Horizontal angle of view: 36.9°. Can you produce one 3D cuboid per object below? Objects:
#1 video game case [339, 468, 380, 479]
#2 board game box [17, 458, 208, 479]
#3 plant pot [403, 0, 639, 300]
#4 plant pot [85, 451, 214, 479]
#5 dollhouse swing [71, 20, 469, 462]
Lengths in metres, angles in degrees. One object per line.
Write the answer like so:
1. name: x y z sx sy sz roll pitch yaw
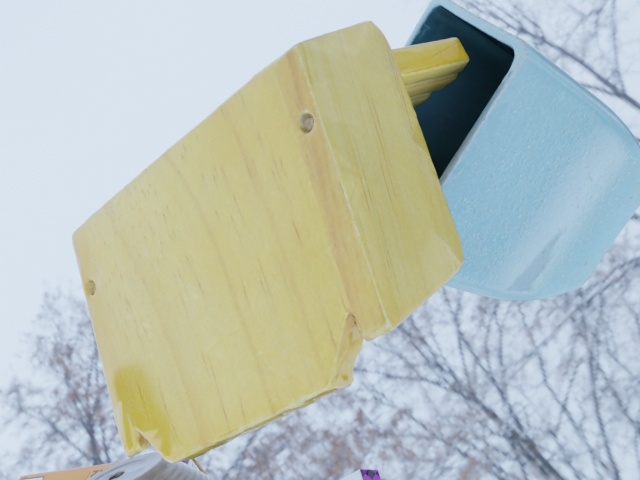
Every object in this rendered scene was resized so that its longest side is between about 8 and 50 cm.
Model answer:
1. video game case: 0.005 0.411 1.128 0.232 0.210 0.042 -36 -33 30
2. board game box: -0.319 0.606 1.531 0.356 0.356 0.356 -14 -55 24
3. plant pot: 0.200 -0.078 1.037 0.252 0.248 0.247 23 -73 -24
4. plant pot: -0.214 0.319 1.105 0.237 0.237 0.109 -24 -84 -23
5. dollhouse swing: 0.000 0.000 0.884 0.305 0.315 0.347 -1 -24 -46
